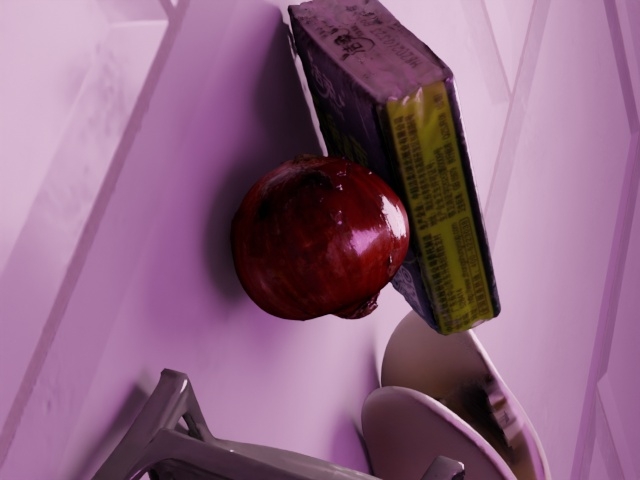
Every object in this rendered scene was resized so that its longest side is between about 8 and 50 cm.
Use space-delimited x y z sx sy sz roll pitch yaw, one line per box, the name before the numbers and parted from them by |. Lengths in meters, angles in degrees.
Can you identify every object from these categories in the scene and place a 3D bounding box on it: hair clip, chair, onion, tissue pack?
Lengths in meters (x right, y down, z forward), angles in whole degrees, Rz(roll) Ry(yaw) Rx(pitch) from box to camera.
hair clip | 0.113 0.204 1.300 0.113 0.172 0.282 -40 117 -50
chair | -0.034 0.194 0.886 0.275 0.203 0.191 -57 154 -38
onion | 0.000 0.000 1.018 0.131 0.131 0.131 2 90 -67
tissue pack | 0.058 -0.060 1.118 0.173 0.073 0.236 51 -17 49
